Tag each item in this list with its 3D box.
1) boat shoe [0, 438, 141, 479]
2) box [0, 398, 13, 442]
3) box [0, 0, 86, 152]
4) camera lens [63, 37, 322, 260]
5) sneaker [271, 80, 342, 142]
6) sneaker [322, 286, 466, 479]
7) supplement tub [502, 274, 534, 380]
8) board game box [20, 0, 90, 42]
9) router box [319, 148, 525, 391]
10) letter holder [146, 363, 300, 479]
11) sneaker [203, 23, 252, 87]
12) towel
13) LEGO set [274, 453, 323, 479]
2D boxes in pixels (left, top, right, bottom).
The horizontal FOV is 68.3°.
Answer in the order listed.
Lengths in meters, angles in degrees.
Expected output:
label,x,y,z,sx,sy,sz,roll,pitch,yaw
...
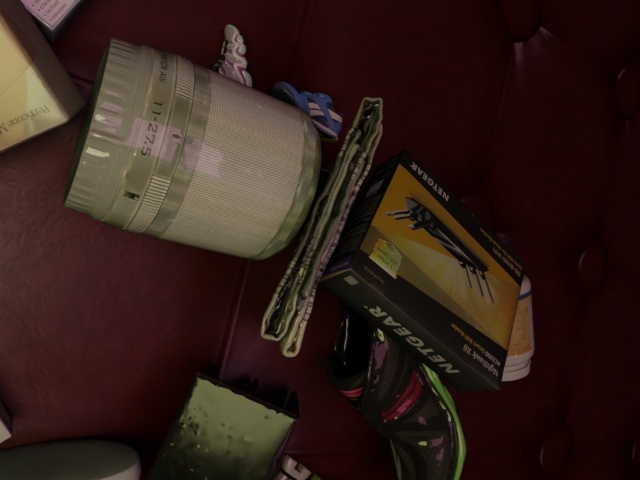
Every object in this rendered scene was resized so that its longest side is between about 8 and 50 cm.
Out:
label,x,y,z,sx,sy,sz,roll,pitch,yaw
boat shoe,-0.400,0.350,0.543,0.367,0.136,0.156,-3,96,-28
box,-0.461,0.104,0.525,0.067,0.063,0.324,-30,109,-27
box,-0.390,-0.238,0.459,0.148,0.121,0.311,-28,118,-5
camera lens,-0.152,-0.102,0.603,0.274,0.219,0.219,15,86,-31
sneaker,-0.019,-0.219,0.772,0.144,0.053,0.059,32,79,-38
sneaker,0.109,0.249,0.832,0.202,0.185,0.483,-16,92,-24
supplement tub,0.366,0.173,0.984,0.144,0.144,0.200,-13,101,-30
board game box,-0.352,-0.464,0.539,0.318,0.066,0.319,41,74,-28
router box,0.176,0.049,0.734,0.309,0.081,0.243,39,56,-18
letter holder,-0.158,0.352,0.698,0.152,0.214,0.302,23,82,2
sneaker,-0.144,-0.266,0.699,0.069,0.038,0.098,-21,104,-29
towel,0.000,0.000,0.659,0.056,0.324,0.312,25,80,-1
LEGO set,0.004,0.484,0.827,0.227,0.087,0.093,46,71,-25
